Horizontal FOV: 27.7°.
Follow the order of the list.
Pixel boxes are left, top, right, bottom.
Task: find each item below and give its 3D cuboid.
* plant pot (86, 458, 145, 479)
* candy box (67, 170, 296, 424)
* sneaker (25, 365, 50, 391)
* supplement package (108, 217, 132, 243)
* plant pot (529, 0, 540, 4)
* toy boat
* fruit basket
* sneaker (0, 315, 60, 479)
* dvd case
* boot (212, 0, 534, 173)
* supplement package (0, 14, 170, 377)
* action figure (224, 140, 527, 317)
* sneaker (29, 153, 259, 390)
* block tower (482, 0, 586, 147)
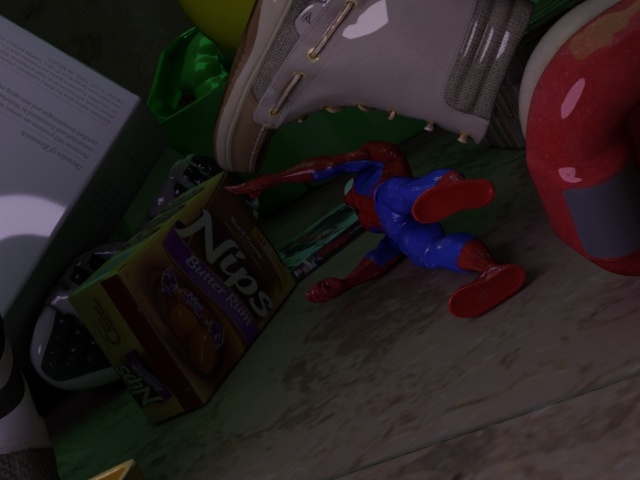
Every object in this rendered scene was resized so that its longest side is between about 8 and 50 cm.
[{"bbox_3d":[-0.097,0.155,0.525,0.081,0.083,0.081,-26,13,19],"label":"plant pot"},{"bbox_3d":[-0.093,0.035,0.938,0.053,0.109,0.187,-25,14,27],"label":"candy box"},{"bbox_3d":[-0.331,0.113,1.229,0.281,0.106,0.162,-33,9,-8],"label":"sneaker"},{"bbox_3d":[-0.314,0.003,1.361,0.203,0.149,0.194,-33,-14,-9],"label":"supplement package"},{"bbox_3d":[0.239,-0.254,1.483,0.236,0.032,0.236,-29,13,7],"label":"plant pot"},{"bbox_3d":[0.213,-0.058,0.572,0.231,0.151,0.151,-32,42,0],"label":"toy boat"},{"bbox_3d":[-0.035,-0.247,1.292,0.392,0.392,0.283,-28,27,16],"label":"fruit basket"},{"bbox_3d":[-0.278,0.078,0.779,0.169,0.257,0.447,-10,2,-36],"label":"sneaker"},{"bbox_3d":[0.000,0.000,1.083,0.119,0.013,0.087,-38,14,-26],"label":"dvd case"},{"bbox_3d":[0.027,-0.096,0.821,0.213,0.165,0.077,115,173,-48],"label":"boot"},{"bbox_3d":[-0.281,-0.019,1.064,0.293,0.175,0.177,-59,-4,-6],"label":"supplement package"},{"bbox_3d":[0.023,-0.006,0.849,0.139,0.091,0.280,-20,12,-4],"label":"action figure"},{"bbox_3d":[-0.155,0.044,1.123,0.118,0.110,0.292,-48,1,40],"label":"sneaker"},{"bbox_3d":[0.188,-0.125,0.942,0.097,0.091,0.335,-33,13,-7],"label":"block tower"}]
